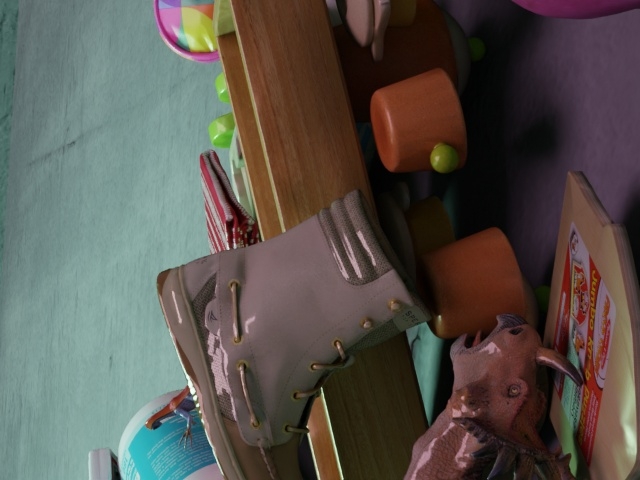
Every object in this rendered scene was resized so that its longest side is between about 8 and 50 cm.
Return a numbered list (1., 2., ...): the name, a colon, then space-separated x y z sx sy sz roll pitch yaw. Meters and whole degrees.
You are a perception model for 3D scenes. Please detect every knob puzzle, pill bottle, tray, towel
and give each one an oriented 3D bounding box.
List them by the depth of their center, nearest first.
1. knob puzzle: 0.179 0.075 1.037 0.213 0.030 0.213 179 90 -82
2. tray: 0.000 0.000 1.276 0.203 0.076 0.410 125 133 -81
3. towel: -0.071 0.074 1.518 0.199 0.031 0.274 -121 23 -67
4. pill bottle: -0.101 0.254 1.613 0.264 0.146 0.146 -134 53 -65

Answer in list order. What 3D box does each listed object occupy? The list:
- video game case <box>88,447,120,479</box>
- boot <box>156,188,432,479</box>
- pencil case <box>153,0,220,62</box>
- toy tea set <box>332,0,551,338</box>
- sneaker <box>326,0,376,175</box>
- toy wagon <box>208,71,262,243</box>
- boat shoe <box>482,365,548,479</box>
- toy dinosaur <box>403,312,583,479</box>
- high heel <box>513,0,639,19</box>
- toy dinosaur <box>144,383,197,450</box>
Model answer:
1. video game case: -0.184 0.364 1.767 0.285 0.025 0.204 66 -166 -57
2. boot: 0.000 0.088 1.124 0.077 0.165 0.213 34 -147 -78
3. pencil case: -0.058 -0.211 1.534 0.236 0.104 0.104 -17 -60 -66
4. toy tea set: 0.097 -0.070 1.230 0.200 0.124 0.336 107 150 -70
5. sneaker: 0.035 -0.121 1.450 0.228 0.092 0.087 89 162 -53
6. toy wagon: -0.042 0.001 1.558 0.344 0.068 0.267 112 145 -72
7. boat shoe: 0.113 0.125 1.168 0.060 0.064 0.178 -100 14 -47
8. toy dinosaur: 0.108 0.216 1.067 0.295 0.200 0.127 66 -161 -8
9. high heel: 0.207 -0.194 0.857 0.377 0.181 0.127 144 129 -64
10. toy dinosaur: -0.128 0.151 1.592 0.047 0.082 0.090 175 87 -82
